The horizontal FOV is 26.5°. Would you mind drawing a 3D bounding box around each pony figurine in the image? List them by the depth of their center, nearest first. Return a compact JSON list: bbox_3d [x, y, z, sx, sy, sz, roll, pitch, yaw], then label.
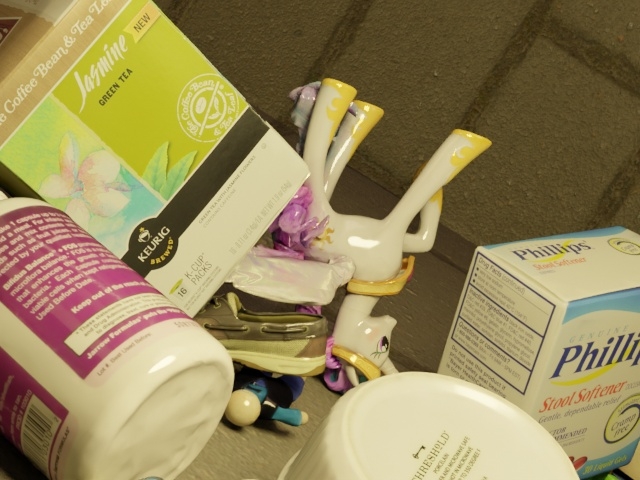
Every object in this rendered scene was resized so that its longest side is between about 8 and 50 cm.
[{"bbox_3d":[0.000,0.000,1.644,0.351,0.363,0.303,20,-2,-16],"label":"pony figurine"}]

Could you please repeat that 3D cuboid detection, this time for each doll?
[{"bbox_3d":[-0.069,0.161,1.459,0.129,0.046,0.189,22,13,6],"label":"doll"}]

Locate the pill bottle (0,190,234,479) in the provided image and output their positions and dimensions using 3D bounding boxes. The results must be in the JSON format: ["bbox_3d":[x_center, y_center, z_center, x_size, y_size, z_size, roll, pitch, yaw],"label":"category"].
[{"bbox_3d":[-0.229,0.070,1.115,0.301,0.169,0.169,37,13,25],"label":"pill bottle"}]

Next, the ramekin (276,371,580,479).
[{"bbox_3d":[0.099,0.227,1.142,0.273,0.127,0.273,16,32,-10],"label":"ramekin"}]

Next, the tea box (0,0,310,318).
[{"bbox_3d":[-0.246,-0.126,1.440,0.323,0.220,0.329,44,-10,-34],"label":"tea box"}]

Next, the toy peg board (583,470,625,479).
[{"bbox_3d":[0.382,0.336,1.806,0.160,0.079,0.161,26,13,-26],"label":"toy peg board"}]

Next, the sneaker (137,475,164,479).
[{"bbox_3d":[-0.147,0.225,0.960,0.082,0.069,0.209,53,12,7],"label":"sneaker"}]

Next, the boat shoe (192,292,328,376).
[{"bbox_3d":[-0.100,0.091,1.462,0.223,0.073,0.080,11,9,1],"label":"boat shoe"}]

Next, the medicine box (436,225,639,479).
[{"bbox_3d":[0.289,0.147,1.658,0.263,0.289,0.149,-8,34,-39],"label":"medicine box"}]

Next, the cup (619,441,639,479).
[{"bbox_3d":[0.495,0.229,2.019,0.331,0.237,0.331,34,1,-1],"label":"cup"}]
